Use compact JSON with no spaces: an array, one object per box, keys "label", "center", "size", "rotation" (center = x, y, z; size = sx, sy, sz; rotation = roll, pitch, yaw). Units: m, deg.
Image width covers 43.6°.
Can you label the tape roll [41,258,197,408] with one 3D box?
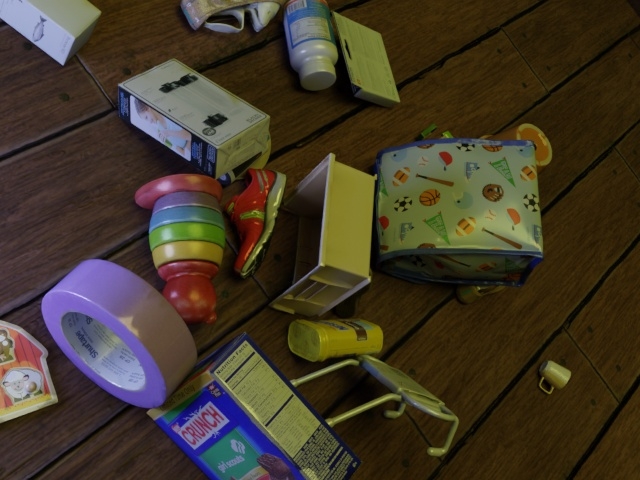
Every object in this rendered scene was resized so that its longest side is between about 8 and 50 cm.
[{"label":"tape roll","center":[-0.352,0.166,1.398],"size":[0.275,0.275,0.090],"rotation":[45,51,-6]}]

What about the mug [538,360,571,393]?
[{"label":"mug","center":[0.597,0.347,2.054],"size":[0.064,0.062,0.078],"rotation":[37,46,-2]}]

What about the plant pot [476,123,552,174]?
[{"label":"plant pot","center":[0.523,-0.221,2.198],"size":[0.205,0.188,0.205],"rotation":[14,61,-26]}]

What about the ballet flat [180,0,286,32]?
[{"label":"ballet flat","center":[-0.192,-0.567,1.974],"size":[0.316,0.107,0.106],"rotation":[-16,84,-27]}]

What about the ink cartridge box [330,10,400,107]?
[{"label":"ink cartridge box","center":[0.107,-0.473,2.106],"size":[0.224,0.045,0.223],"rotation":[9,63,-51]}]

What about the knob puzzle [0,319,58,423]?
[{"label":"knob puzzle","center":[-0.568,0.219,1.391],"size":[0.213,0.030,0.213],"rotation":[14,61,-26]}]

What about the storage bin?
[{"label":"storage bin","center":[0.000,0.000,1.711],"size":[0.123,0.260,0.262],"rotation":[18,59,-23]}]

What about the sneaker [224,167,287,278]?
[{"label":"sneaker","center":[-0.158,-0.040,1.753],"size":[0.118,0.107,0.279],"rotation":[16,57,-3]}]

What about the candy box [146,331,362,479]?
[{"label":"candy box","center":[-0.127,0.354,1.455],"size":[0.317,0.268,0.122],"rotation":[49,48,-2]}]

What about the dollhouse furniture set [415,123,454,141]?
[{"label":"dollhouse furniture set","center":[0.332,-0.242,2.166],"size":[0.058,0.076,0.151],"rotation":[-40,90,-26]}]

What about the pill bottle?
[{"label":"pill bottle","center":[-0.023,-0.497,2.025],"size":[0.124,0.124,0.221],"rotation":[3,67,-31]}]

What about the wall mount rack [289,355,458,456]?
[{"label":"wall mount rack","center":[0.103,0.327,1.635],"size":[0.304,0.350,0.130],"rotation":[22,92,-25]}]

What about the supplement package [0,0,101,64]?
[{"label":"supplement package","center":[-0.573,-0.480,1.678],"size":[0.179,0.105,0.105],"rotation":[37,52,-11]}]

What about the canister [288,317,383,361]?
[{"label":"canister","center":[0.034,0.210,1.721],"size":[0.170,0.126,0.073],"rotation":[0,97,-35]}]

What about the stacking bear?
[{"label":"stacking bear","center":[-0.267,0.028,1.602],"size":[0.175,0.164,0.289],"rotation":[5,70,-30]}]

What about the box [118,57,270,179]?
[{"label":"box","center":[-0.270,-0.264,1.700],"size":[0.290,0.087,0.169],"rotation":[33,48,20]}]

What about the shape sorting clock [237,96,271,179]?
[{"label":"shape sorting clock","center":[-0.208,-0.237,1.833],"size":[0.206,0.040,0.206],"rotation":[8,74,-32]}]

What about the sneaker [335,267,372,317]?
[{"label":"sneaker","center":[0.070,0.094,1.765],"size":[0.066,0.188,0.071],"rotation":[16,50,-5]}]

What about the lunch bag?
[{"label":"lunch bag","center":[0.321,-0.068,1.959],"size":[0.385,0.239,0.328],"rotation":[2,64,-2]}]

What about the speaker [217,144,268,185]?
[{"label":"speaker","center":[-0.177,-0.183,1.782],"size":[0.055,0.055,0.136],"rotation":[47,57,-5]}]

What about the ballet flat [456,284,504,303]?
[{"label":"ballet flat","center":[0.444,0.100,2.066],"size":[0.232,0.073,0.080],"rotation":[-28,85,-39]}]
